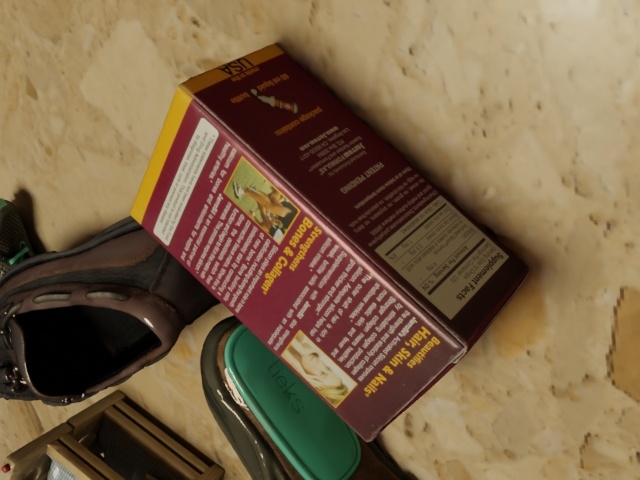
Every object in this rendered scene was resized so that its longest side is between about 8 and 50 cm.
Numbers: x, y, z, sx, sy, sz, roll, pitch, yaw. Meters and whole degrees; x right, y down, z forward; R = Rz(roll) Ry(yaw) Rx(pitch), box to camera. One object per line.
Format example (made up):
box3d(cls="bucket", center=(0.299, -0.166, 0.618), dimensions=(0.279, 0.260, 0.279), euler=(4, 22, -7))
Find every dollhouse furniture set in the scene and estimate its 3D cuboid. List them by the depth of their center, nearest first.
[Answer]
box3d(cls="dollhouse furniture set", center=(-0.191, 0.258, 0.695), dimensions=(0.129, 0.129, 0.183), euler=(31, 120, 20))

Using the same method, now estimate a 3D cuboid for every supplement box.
box3d(cls="supplement box", center=(0.000, 0.000, 0.432), dimensions=(0.188, 0.081, 0.104), euler=(43, 135, 10))

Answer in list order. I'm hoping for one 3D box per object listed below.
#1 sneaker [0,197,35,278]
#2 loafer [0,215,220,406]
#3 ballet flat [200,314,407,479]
box3d(cls="sneaker", center=(-0.252, 0.037, 0.689), dimensions=(0.076, 0.065, 0.166), euler=(16, 131, 11))
box3d(cls="loafer", center=(-0.182, 0.067, 0.580), dimensions=(0.303, 0.095, 0.109), euler=(-27, 115, 37))
box3d(cls="ballet flat", center=(0.008, 0.174, 0.540), dimensions=(0.280, 0.095, 0.096), euler=(59, 146, 7))
